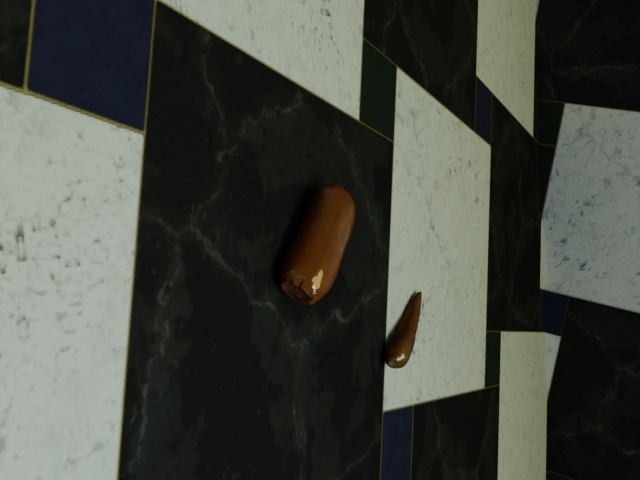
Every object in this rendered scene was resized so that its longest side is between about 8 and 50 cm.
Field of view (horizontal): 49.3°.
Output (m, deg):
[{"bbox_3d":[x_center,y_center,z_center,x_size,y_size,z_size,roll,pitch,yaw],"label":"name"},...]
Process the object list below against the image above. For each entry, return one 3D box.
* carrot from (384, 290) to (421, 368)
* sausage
[{"bbox_3d":[0.166,0.164,1.324,0.216,0.048,0.048,-58,137,-50],"label":"carrot"},{"bbox_3d":[0.000,0.000,0.995,0.076,0.076,0.197,60,39,-41],"label":"sausage"}]
